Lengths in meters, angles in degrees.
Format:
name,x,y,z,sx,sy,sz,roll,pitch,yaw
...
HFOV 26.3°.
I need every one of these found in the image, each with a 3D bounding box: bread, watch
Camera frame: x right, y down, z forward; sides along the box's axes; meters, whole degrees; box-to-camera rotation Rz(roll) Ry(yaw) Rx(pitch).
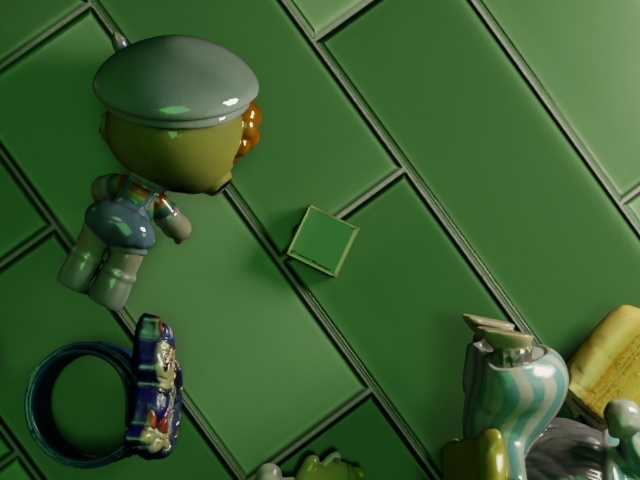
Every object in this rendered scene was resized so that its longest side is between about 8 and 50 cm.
name,x,y,z,sx,sy,sz,roll,pitch,yaw
bread,0.416,0.183,1.916,0.134,0.085,0.173,43,86,1
watch,-0.288,0.208,1.827,0.200,0.171,0.196,0,76,6

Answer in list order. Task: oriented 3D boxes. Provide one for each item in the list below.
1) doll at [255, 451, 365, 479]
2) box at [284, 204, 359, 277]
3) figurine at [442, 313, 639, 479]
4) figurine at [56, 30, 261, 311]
name,x,y,z,sx,sy,sz,roll,pitch,yaw
doll,-0.018,0.347,1.885,0.162,0.062,0.106,-3,84,-5
box,0.000,0.000,1.911,0.083,0.035,0.079,25,86,-4
figurine,0.363,0.294,1.828,0.377,0.266,0.362,3,96,-10
figurine,-0.213,-0.088,1.814,0.224,0.205,0.382,12,88,8
